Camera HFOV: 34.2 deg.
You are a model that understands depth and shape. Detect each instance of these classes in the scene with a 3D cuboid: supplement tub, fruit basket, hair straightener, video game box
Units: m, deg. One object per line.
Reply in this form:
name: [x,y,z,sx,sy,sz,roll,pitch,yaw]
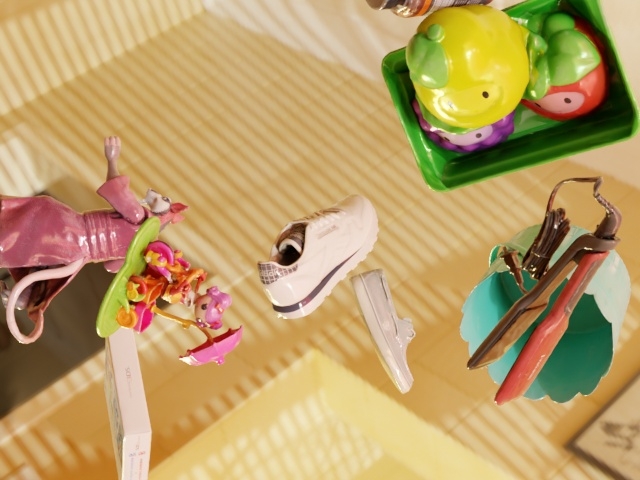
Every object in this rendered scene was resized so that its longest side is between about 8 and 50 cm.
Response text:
supplement tub: [0.159,-0.381,1.507,0.106,0.197,0.106,35,-48,51]
fruit basket: [0.263,-0.231,1.555,0.392,0.392,0.283,-4,-68,59]
hair straightener: [0.175,0.032,0.861,0.089,0.047,0.230,50,-43,32]
video game box: [-0.305,0.264,1.632,0.187,0.048,0.205,101,-24,-49]

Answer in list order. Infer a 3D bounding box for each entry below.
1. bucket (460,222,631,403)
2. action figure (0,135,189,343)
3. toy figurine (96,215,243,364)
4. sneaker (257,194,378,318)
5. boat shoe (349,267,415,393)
bucket: [0.390,0.115,1.779,0.281,0.183,0.281,15,-53,21]
action figure: [-0.417,-0.013,1.906,0.276,0.370,0.248,-118,-161,-49]
toy figurine: [-0.165,0.078,1.264,0.159,0.130,0.173,27,-63,8]
sneaker: [0.000,0.000,1.398,0.090,0.235,0.095,-4,-55,38]
boat shoe: [0.127,0.156,1.846,0.079,0.081,0.228,115,-48,-83]
